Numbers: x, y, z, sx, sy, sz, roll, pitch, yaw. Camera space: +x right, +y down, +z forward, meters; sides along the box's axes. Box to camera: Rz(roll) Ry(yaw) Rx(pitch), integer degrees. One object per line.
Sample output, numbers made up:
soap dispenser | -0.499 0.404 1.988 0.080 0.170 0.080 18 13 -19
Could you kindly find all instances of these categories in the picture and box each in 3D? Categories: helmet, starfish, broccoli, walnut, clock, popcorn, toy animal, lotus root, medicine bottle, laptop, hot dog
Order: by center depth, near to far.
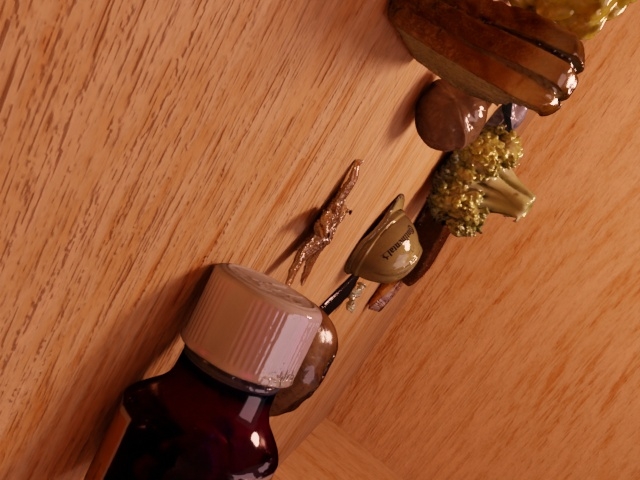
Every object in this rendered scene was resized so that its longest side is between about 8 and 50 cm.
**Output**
medicine bottle | -0.145 0.238 0.889 0.395 0.242 0.242 -59 166 6
starfish | -0.005 -0.003 1.172 0.295 0.048 0.231 -61 175 35
lotus root | -0.081 0.222 1.221 0.272 0.192 0.272 -57 171 -14
walnut | 0.250 -0.241 1.246 0.140 0.140 0.162 -53 177 -3
popcorn | 0.520 -0.529 1.293 0.242 0.235 0.250 13 135 -30
helmet | 0.193 0.020 1.685 0.257 0.137 0.204 -51 166 -12
laptop | 0.040 0.168 1.806 0.197 0.016 0.135 -39 162 -41
toy animal | 0.560 -0.393 1.892 0.176 0.255 0.239 -20 -160 19
broccoli | 0.489 -0.164 1.902 0.293 0.281 0.347 -10 136 -58
clock | 0.586 -0.367 2.240 0.215 0.042 0.215 -50 165 -18
hot dog | 0.268 0.169 2.456 0.252 0.069 0.131 -50 175 -2

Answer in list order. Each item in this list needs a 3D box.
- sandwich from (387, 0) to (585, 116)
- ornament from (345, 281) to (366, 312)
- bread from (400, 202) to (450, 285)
sandwich | 0.231 -0.256 0.908 0.099 0.254 0.288 -62 168 10
ornament | 0.103 0.167 1.955 0.092 0.041 0.068 -65 170 7
bread | 0.380 -0.029 2.242 0.165 0.113 0.416 -41 160 -43
